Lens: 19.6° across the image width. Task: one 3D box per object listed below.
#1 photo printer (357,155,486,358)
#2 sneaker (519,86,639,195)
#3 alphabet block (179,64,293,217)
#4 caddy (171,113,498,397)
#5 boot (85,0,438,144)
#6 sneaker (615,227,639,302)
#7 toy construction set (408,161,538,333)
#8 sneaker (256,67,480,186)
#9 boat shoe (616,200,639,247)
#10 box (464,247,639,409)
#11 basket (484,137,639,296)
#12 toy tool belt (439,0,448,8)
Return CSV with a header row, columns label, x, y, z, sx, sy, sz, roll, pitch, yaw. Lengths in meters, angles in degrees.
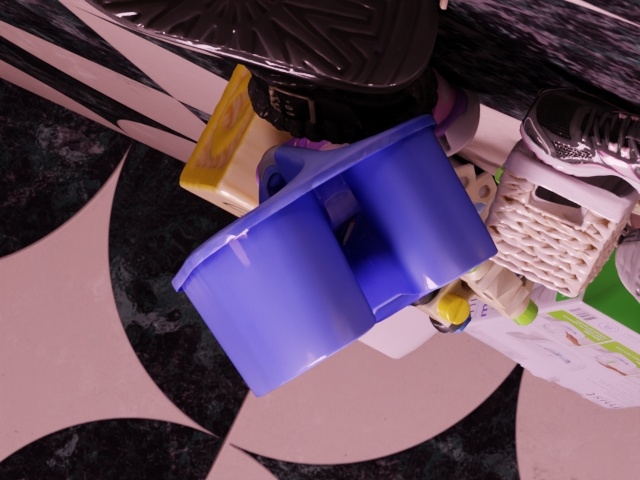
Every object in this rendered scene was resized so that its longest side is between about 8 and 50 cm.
label,x,y,z,sx,sy,sz,roll,pitch,yaw
photo printer,0.088,0.004,2.233,0.307,0.256,0.107,32,-167,-46
sneaker,0.254,-0.082,1.516,0.178,0.072,0.077,19,166,-12
alphabet block,-0.007,-0.096,1.968,0.197,0.193,0.192,28,174,-16
caddy,0.000,0.000,1.584,0.179,0.241,0.341,59,166,3
boot,-0.060,-0.188,1.567,0.348,0.131,0.260,26,176,3
sneaker,0.411,0.055,1.713,0.297,0.111,0.129,17,-176,-1
toy construction set,0.162,-0.008,1.995,0.151,0.215,0.327,40,175,-16
sneaker,0.030,-0.112,1.780,0.236,0.095,0.104,-22,133,25
boat shoe,0.314,-0.018,1.941,0.056,0.049,0.152,26,176,-7
box,0.336,0.090,2.169,0.262,0.127,0.231,28,157,-25
basket,0.217,-0.029,1.643,0.113,0.103,0.167,26,-159,12
toy tool belt,0.105,-0.178,1.237,0.052,0.051,0.083,27,175,-17
